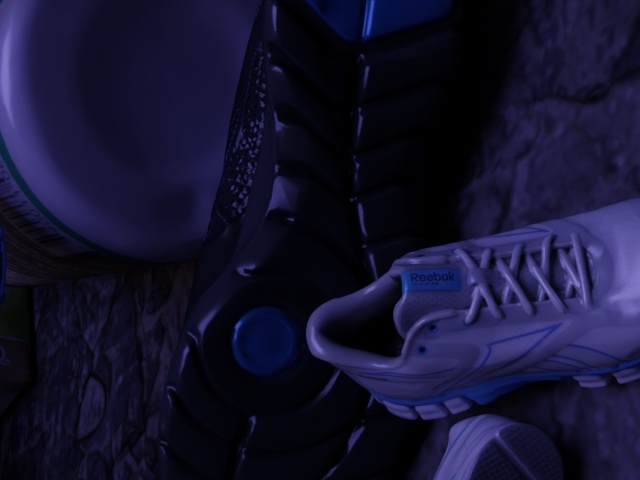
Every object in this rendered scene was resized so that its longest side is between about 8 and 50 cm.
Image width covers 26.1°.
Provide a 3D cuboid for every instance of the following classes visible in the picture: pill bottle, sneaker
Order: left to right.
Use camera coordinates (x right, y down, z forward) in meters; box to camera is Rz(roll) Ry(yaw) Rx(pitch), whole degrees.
[{"bbox_3d":[-0.177,-0.074,0.912,0.361,0.204,0.204,-8,71,56],"label":"pill bottle"},{"bbox_3d":[0.000,0.000,0.719,0.139,0.125,0.341,-160,84,-83],"label":"sneaker"},{"bbox_3d":[0.062,0.147,0.598,0.061,0.053,0.152,-158,86,-74],"label":"sneaker"},{"bbox_3d":[0.074,0.026,0.567,0.190,0.083,0.071,-25,57,33],"label":"sneaker"}]

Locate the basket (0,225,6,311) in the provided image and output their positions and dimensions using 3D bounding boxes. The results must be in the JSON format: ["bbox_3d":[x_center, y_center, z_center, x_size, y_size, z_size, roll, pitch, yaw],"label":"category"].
[{"bbox_3d":[-0.245,0.001,0.654,0.289,0.201,0.255,-56,19,35],"label":"basket"}]

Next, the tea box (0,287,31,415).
[{"bbox_3d":[-0.444,0.016,1.178,0.220,0.329,0.324,-46,43,38],"label":"tea box"}]
